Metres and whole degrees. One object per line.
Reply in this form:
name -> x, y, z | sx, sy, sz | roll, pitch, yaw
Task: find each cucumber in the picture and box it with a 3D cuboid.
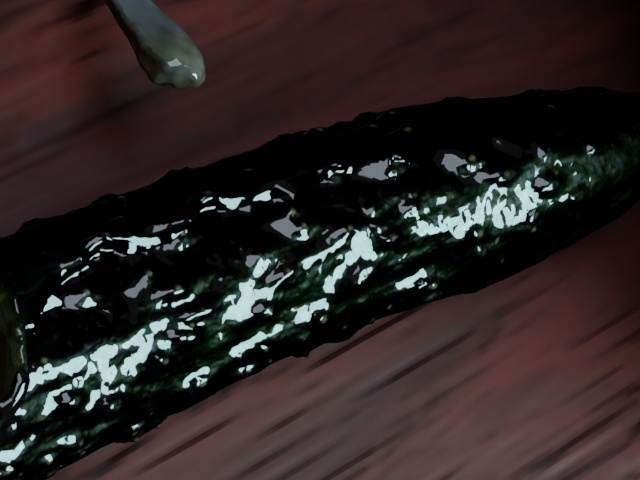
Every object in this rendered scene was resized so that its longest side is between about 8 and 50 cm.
cucumber -> 0.000, 0.000, 0.656 | 0.303, 0.081, 0.072 | -21, 126, -35

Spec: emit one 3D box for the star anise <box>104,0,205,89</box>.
star anise -> -0.048, -0.171, 0.683 | 0.209, 0.089, 0.231 | 42, 59, -21
